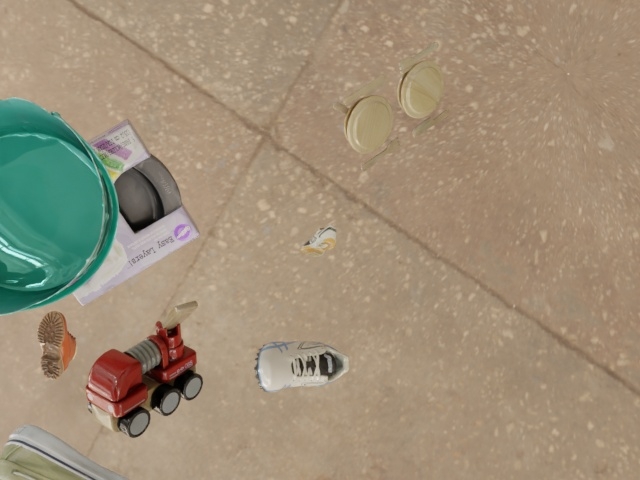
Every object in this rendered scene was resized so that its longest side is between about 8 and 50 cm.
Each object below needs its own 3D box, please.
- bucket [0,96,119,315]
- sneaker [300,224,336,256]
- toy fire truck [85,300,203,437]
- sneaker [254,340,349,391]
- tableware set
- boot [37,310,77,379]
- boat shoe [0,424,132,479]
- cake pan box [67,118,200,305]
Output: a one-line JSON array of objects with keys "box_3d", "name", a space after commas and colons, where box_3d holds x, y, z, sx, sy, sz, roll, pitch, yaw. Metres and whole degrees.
[{"box_3d": [-0.409, -0.040, 0.891, 0.280, 0.183, 0.282, 0, 91, -8], "name": "bucket"}, {"box_3d": [0.000, 0.000, 1.064, 0.031, 0.037, 0.083, 27, 150, -28], "name": "sneaker"}, {"box_3d": [-0.321, 0.220, 1.271, 0.158, 0.217, 0.247, 17, 118, 32], "name": "toy fire truck"}, {"box_3d": [-0.030, 0.208, 1.129, 0.086, 0.237, 0.085, -14, 78, 28], "name": "sneaker"}, {"box_3d": [0.106, -0.204, 1.003, 0.039, 0.194, 0.128, 32, 150, 45], "name": "tableware set"}, {"box_3d": [-0.566, 0.213, 1.457, 0.059, 0.085, 0.158, 14, 113, 10], "name": "boot"}, {"box_3d": [-0.363, 0.402, 1.035, 0.302, 0.094, 0.109, 36, 137, -11], "name": "boat shoe"}, {"box_3d": [-0.382, -0.051, 1.203, 0.266, 0.070, 0.246, -30, 116, -6], "name": "cake pan box"}]
